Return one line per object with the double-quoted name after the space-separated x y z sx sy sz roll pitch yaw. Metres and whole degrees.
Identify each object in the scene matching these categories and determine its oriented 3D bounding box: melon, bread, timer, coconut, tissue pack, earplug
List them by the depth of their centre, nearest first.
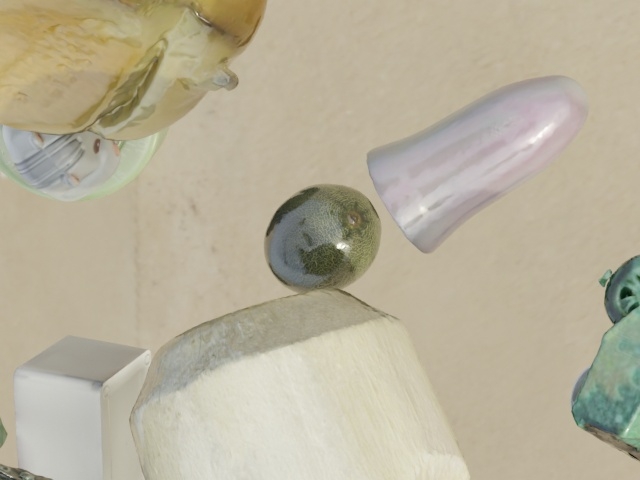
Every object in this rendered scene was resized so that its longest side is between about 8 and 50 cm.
-0.011 0.176 0.902 0.237 0.237 0.265 -33 69 45 "coconut"
0.000 0.000 1.056 0.131 0.098 0.098 -26 83 60 "melon"
-0.268 -0.280 1.317 0.376 0.348 0.253 -38 41 54 "bread"
-0.350 -0.161 1.645 0.315 0.291 0.290 -105 19 -67 "timer"
0.235 -0.126 1.647 0.301 0.172 0.172 -30 80 20 "earplug"
-0.332 0.279 1.699 0.136 0.159 0.246 6 107 18 "tissue pack"

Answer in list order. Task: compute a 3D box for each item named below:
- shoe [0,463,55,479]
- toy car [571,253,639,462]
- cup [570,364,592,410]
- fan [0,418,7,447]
-0.224 0.229 0.944 0.132 0.171 0.336 -31 93 47 "shoe"
0.268 -0.008 0.674 0.097 0.141 0.320 26 86 52 "toy car"
0.477 0.264 1.845 0.099 0.133 0.136 -64 25 11 "cup"
-0.324 0.115 1.104 0.016 0.038 0.193 7 118 24 "fan"
